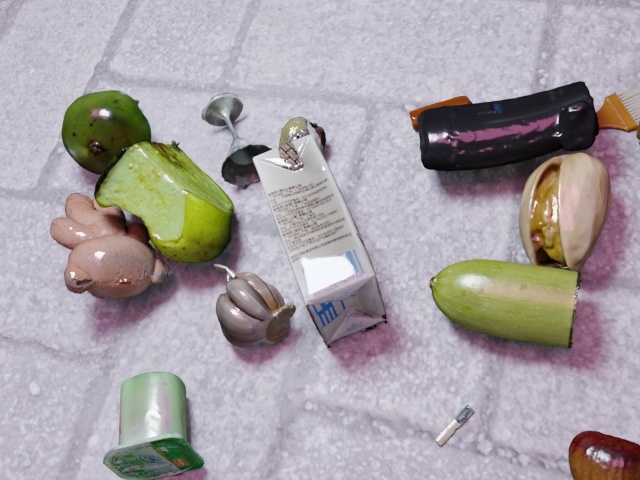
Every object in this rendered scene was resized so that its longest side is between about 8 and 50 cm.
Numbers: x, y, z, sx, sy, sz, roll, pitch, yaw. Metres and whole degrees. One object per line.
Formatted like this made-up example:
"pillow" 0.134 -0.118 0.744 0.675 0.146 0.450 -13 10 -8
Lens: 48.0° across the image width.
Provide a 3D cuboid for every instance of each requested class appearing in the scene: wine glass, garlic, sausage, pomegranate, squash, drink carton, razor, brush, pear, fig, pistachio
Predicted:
"wine glass" -0.179 -0.214 1.497 0.122 0.122 0.183 -27 56 -3
"garlic" -0.145 0.103 1.308 0.127 0.131 0.194 -20 57 -33
"sausage" 0.247 -0.262 1.471 0.131 0.039 0.041 -16 53 2
"pomegranate" -0.449 -0.245 1.547 0.186 0.187 0.225 -4 35 10
"squash" 0.308 0.098 1.217 0.246 0.132 0.133 9 65 18
"drink carton" -0.287 0.313 1.229 0.144 0.146 0.142 -15 52 3
"razor" 0.346 -0.210 1.351 0.326 0.107 0.189 -9 27 13
"brush" 0.221 0.305 1.191 0.083 0.013 0.016 -43 64 -10
"pear" -0.279 -0.065 1.409 0.255 0.238 0.164 41 101 2
"fig" 0.438 0.359 1.082 0.119 0.153 0.119 -11 19 4
"drink carton" 0.000 0.001 1.295 0.132 0.194 0.325 -22 60 -2
"brush" 0.510 -0.222 1.407 0.314 0.017 0.090 -21 60 2
"pistachio" 0.430 -0.051 1.267 0.157 0.157 0.230 11 69 18

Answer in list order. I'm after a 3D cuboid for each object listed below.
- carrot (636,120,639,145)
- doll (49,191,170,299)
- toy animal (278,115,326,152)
"carrot" 0.737 -0.170 1.212 0.224 0.224 0.340 -40 59 -10
"doll" -0.432 0.021 1.426 0.201 0.156 0.303 1 30 -31
"toy animal" -0.041 -0.185 1.463 0.098 0.098 0.137 11 72 17
